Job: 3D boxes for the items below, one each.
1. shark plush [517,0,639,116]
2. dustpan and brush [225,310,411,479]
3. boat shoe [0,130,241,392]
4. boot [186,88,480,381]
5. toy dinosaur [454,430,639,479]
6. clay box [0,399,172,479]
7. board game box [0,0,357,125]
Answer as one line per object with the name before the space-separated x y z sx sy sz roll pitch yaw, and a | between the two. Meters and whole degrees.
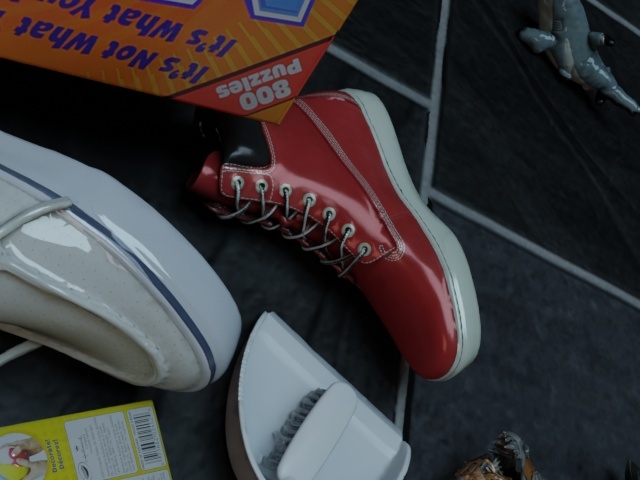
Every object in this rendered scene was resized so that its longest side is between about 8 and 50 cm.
shark plush | 0.267 -0.191 1.018 0.073 0.067 0.161 -23 81 -42
dustpan and brush | -0.018 0.148 0.631 0.147 0.060 0.211 44 48 -9
boat shoe | -0.220 0.006 0.512 0.367 0.136 0.156 35 50 -12
boot | 0.000 0.000 0.712 0.176 0.088 0.244 -8 63 -38
toy dinosaur | 0.231 0.265 0.726 0.218 0.164 0.321 -40 111 -28
clay box | -0.178 0.165 0.511 0.222 0.053 0.127 -5 69 -36
board game box | -0.133 -0.342 0.556 0.356 0.356 0.356 10 43 -32
